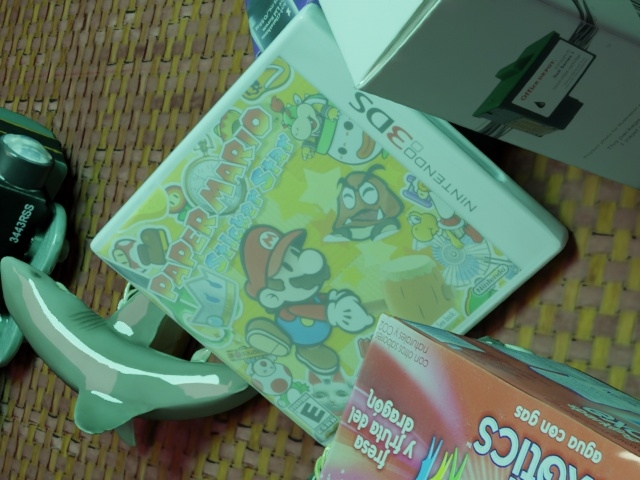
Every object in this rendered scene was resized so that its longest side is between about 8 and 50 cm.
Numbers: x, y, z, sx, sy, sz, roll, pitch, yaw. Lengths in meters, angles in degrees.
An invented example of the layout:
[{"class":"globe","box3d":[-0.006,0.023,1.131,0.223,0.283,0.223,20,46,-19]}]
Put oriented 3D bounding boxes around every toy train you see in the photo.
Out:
[{"class":"toy train","box3d":[-0.330,0.032,1.482,0.334,0.142,0.190,-61,27,21]}]

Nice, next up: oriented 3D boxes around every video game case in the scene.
[{"class":"video game case","box3d":[0.000,0.000,1.005,0.227,0.206,0.026,-44,9,32]}]

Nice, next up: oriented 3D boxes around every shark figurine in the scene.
[{"class":"shark figurine","box3d":[-0.116,0.099,1.171,0.278,0.116,0.166,0,111,29]}]

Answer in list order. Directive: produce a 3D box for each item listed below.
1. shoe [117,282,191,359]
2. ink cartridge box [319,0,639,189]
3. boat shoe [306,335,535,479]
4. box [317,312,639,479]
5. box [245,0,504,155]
[{"class":"shoe","box3d":[-0.122,0.029,1.261,0.219,0.058,0.076,-60,39,20]},{"class":"ink cartridge box","box3d":[0.101,-0.135,0.892,0.092,0.219,0.160,-49,44,31]},{"class":"boat shoe","box3d":[0.038,0.132,1.007,0.228,0.068,0.081,-46,45,33]},{"class":"box","box3d":[0.142,0.159,0.793,0.300,0.154,0.142,28,99,52]},{"class":"box","box3d":[0.042,-0.141,1.066,0.153,0.108,0.207,-39,49,38]}]
